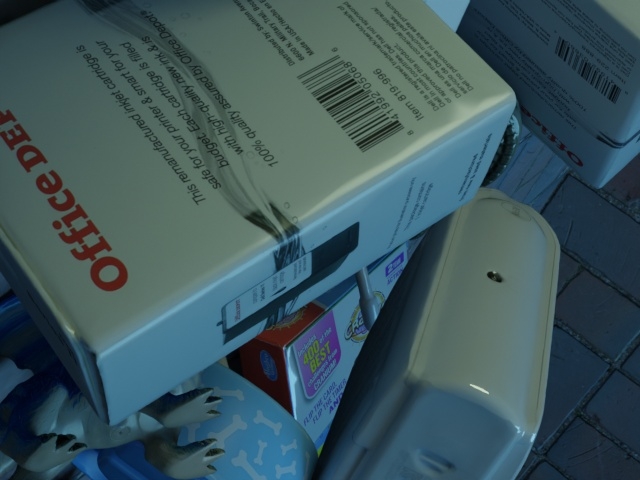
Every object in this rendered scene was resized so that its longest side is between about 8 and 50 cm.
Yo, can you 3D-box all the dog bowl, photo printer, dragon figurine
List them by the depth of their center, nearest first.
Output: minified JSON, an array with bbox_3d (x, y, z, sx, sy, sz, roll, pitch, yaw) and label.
[{"bbox_3d":[-0.148,0.082,0.596,0.289,0.144,0.085,-19,134,-21],"label":"dragon figurine"},{"bbox_3d":[-0.098,0.160,0.762,0.074,0.166,0.297,-55,-174,-25],"label":"dog bowl"},{"bbox_3d":[0.083,0.113,0.785,0.256,0.107,0.307,-64,179,31],"label":"photo printer"}]

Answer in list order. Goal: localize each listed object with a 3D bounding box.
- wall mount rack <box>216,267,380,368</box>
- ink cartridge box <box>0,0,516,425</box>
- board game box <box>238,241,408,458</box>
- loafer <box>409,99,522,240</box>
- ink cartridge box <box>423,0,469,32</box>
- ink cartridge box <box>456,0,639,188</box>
[{"bbox_3d":[0.000,0.000,0.827,0.350,0.130,0.304,-38,163,-43],"label":"wall mount rack"},{"bbox_3d":[-0.047,-0.042,0.448,0.208,0.153,0.087,-31,158,-22],"label":"ink cartridge box"},{"bbox_3d":[0.021,0.176,1.175,0.242,0.064,0.316,-38,133,-43],"label":"board game box"},{"bbox_3d":[0.111,-0.089,1.016,0.268,0.102,0.092,136,-28,-59],"label":"loafer"},{"bbox_3d":[0.005,-0.198,0.513,0.239,0.060,0.275,-13,145,-30],"label":"ink cartridge box"},{"bbox_3d":[0.214,-0.190,0.845,0.121,0.211,0.289,-42,166,-6],"label":"ink cartridge box"}]
